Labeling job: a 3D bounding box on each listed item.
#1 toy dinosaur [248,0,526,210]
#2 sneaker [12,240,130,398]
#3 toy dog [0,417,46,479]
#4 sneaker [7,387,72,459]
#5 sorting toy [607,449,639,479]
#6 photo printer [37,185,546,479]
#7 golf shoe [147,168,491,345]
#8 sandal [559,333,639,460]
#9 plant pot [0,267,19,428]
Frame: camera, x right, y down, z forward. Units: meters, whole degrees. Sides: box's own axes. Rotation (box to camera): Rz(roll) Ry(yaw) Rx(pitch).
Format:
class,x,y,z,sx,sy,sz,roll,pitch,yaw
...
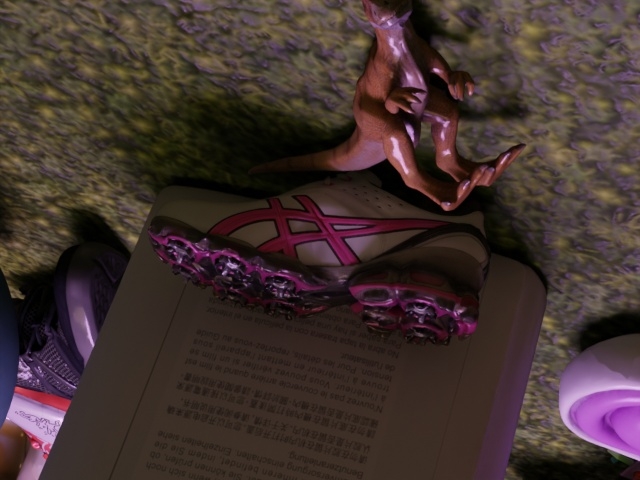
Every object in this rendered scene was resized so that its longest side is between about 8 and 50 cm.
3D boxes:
class,x,y,z,sx,sy,sz,roll,pitch,yaw
toy dinosaur,0.036,-0.060,0.643,0.112,0.064,0.211,45,155,11
sneaker,-0.192,0.065,0.972,0.130,0.087,0.227,9,158,5
toy dog,-0.463,0.194,1.245,0.408,0.284,0.395,25,171,-9
sneaker,-0.188,0.196,1.116,0.270,0.145,0.090,19,-171,-13
sorting toy,0.245,0.172,0.970,0.083,0.012,0.062,20,154,-2
photo printer,-0.026,0.133,0.750,0.256,0.307,0.107,12,152,12
golf shoe,0.000,0.000,0.723,0.186,0.086,0.067,11,154,4
sandal,0.340,0.175,0.817,0.416,0.102,0.169,18,153,1
plant pot,-0.340,0.062,0.865,0.293,0.293,0.235,5,158,26
